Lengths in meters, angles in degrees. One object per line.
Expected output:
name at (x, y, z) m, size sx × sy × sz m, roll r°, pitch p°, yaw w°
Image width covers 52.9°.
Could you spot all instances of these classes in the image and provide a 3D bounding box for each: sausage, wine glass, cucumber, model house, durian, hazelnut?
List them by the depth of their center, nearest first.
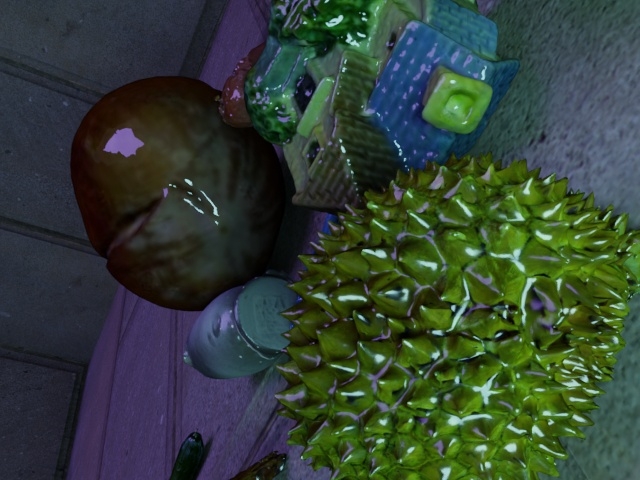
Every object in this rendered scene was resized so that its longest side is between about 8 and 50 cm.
durian at (0.073, 0.055, 0.381) m, size 0.237 × 0.176 × 0.200 m, roll -56°, pitch 44°, yaw 10°
model house at (0.055, -0.120, 0.548) m, size 0.214 × 0.195 × 0.189 m, roll -57°, pitch 33°, yaw 31°
wine glass at (-0.101, 0.118, 0.828) m, size 0.204 × 0.111 × 0.111 m, roll -34°, pitch 42°, yaw 52°
sausage at (-0.069, -0.254, 0.957) m, size 0.326 × 0.079 × 0.087 m, roll -60°, pitch -30°, yaw -56°
hazelnut at (-0.204, -0.074, 0.964) m, size 0.315 × 0.372 × 0.372 m, roll -35°, pitch 16°, yaw -13°
cucumber at (-0.211, 0.355, 1.010) m, size 0.039 × 0.039 × 0.168 m, roll -115°, pitch 45°, yaw -61°

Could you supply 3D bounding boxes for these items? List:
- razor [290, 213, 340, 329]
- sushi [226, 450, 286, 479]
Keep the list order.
razor at (0.000, 0.000, 0.771) m, size 0.082 × 0.042 × 0.253 m, roll 103°, pitch 177°, yaw -72°
sushi at (-0.139, 0.360, 0.706) m, size 0.149 × 0.140 × 0.287 m, roll 8°, pitch 78°, yaw 31°
